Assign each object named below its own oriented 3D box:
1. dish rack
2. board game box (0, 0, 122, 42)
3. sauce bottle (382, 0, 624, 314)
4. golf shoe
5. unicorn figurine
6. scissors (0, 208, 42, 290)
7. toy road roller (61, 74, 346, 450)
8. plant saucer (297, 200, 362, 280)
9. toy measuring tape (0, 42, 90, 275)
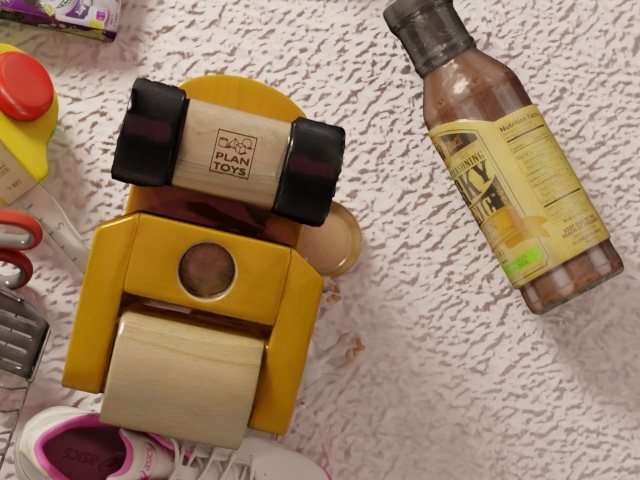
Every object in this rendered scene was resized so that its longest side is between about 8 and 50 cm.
[{"bbox_3d":[-0.375,0.157,1.461,0.208,0.074,0.272,20,89,-2],"label":"dish rack"},{"bbox_3d":[-0.279,-0.387,1.579,0.208,0.056,0.347,9,79,-11],"label":"board game box"},{"bbox_3d":[0.173,-0.095,1.565,0.111,0.111,0.344,-28,83,-10],"label":"sauce bottle"},{"bbox_3d":[-0.134,0.222,1.460,0.306,0.140,0.115,9,78,-6],"label":"golf shoe"},{"bbox_3d":[-0.016,0.107,1.538,0.111,0.060,0.162,-24,69,2],"label":"unicorn figurine"},{"bbox_3d":[-0.411,0.006,1.490,0.297,0.109,0.021,2,50,-4],"label":"scissors"},{"bbox_3d":[-0.104,0.012,1.459,0.202,0.240,0.330,13,90,-5],"label":"toy road roller"},{"bbox_3d":[0.000,0.000,1.574,0.083,0.015,0.083,1,80,-6],"label":"plant saucer"},{"bbox_3d":[-0.271,-0.083,1.526,0.121,0.121,0.330,-43,104,-11],"label":"toy measuring tape"}]
